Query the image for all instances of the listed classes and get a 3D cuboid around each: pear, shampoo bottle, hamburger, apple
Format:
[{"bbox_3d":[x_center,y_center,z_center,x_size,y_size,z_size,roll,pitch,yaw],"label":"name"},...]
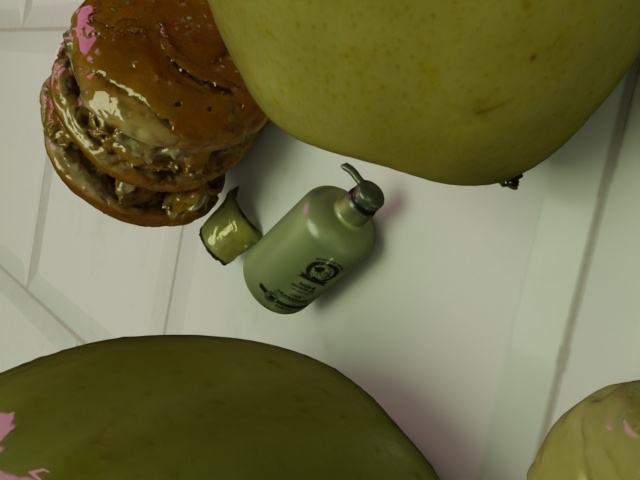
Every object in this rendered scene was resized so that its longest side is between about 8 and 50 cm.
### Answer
[{"bbox_3d":[0.064,-0.189,0.452,0.309,0.309,0.309,-9,79,50],"label":"pear"},{"bbox_3d":[0.000,0.000,0.672,0.162,0.079,0.079,-41,55,40],"label":"shampoo bottle"},{"bbox_3d":[-0.168,-0.160,0.795,0.245,0.260,0.211,44,140,0],"label":"hamburger"},{"bbox_3d":[-0.116,0.291,0.521,0.473,0.473,0.474,-9,79,50],"label":"apple"}]

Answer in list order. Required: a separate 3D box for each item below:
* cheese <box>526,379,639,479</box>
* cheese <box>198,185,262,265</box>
[{"bbox_3d":[0.197,0.193,0.384,0.226,0.117,0.214,45,123,50],"label":"cheese"},{"bbox_3d":[-0.106,-0.023,0.836,0.060,0.041,0.084,-40,46,25],"label":"cheese"}]
